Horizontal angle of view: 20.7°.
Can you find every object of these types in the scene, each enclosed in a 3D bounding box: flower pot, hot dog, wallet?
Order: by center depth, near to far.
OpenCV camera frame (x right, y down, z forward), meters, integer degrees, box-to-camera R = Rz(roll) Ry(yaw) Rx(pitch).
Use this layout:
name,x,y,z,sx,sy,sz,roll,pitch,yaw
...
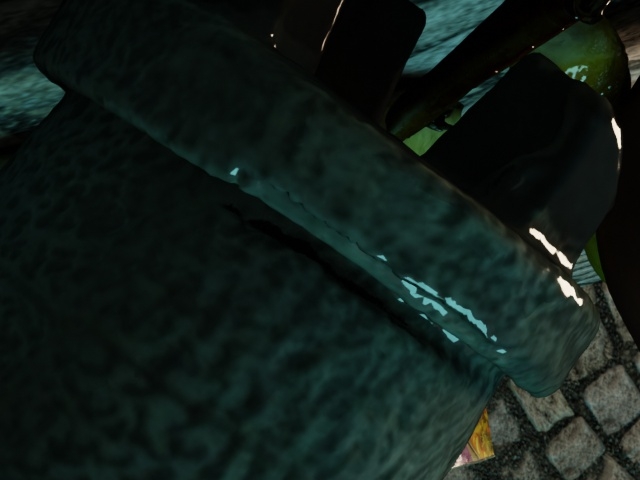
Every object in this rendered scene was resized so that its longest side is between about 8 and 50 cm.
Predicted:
name,x,y,z,sx,sy,sz,roll,pitch,yaw
flower pot,-0.014,0.010,0.785,0.282,0.299,0.299,-58,169,0
wallet,0.114,-0.124,0.876,0.137,0.031,0.255,-48,-176,-17
hot dog,0.184,-0.106,1.234,0.088,0.061,0.286,-30,170,13

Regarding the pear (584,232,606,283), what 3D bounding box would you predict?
name,x,y,z,sx,sy,sz,roll,pitch,yaw
pear,0.337,-0.031,1.508,0.212,0.212,0.269,-22,164,35

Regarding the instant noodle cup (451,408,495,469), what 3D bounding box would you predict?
name,x,y,z,sx,sy,sz,roll,pitch,yaw
instant noodle cup,0.045,0.160,2.030,0.340,0.266,0.340,-15,171,-2

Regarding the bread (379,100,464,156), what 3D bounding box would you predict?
name,x,y,z,sx,sy,sz,roll,pitch,yaw
bread,-0.006,-0.009,1.224,0.129,0.134,0.260,-32,149,-58

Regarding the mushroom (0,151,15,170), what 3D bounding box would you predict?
name,x,y,z,sx,sy,sz,roll,pitch,yaw
mushroom,-0.192,0.024,1.105,0.344,0.130,0.247,-11,169,1

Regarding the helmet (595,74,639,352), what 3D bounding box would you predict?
name,x,y,z,sx,sy,sz,roll,pitch,yaw
helmet,0.305,-0.044,1.145,0.385,0.230,0.337,-39,-156,22
